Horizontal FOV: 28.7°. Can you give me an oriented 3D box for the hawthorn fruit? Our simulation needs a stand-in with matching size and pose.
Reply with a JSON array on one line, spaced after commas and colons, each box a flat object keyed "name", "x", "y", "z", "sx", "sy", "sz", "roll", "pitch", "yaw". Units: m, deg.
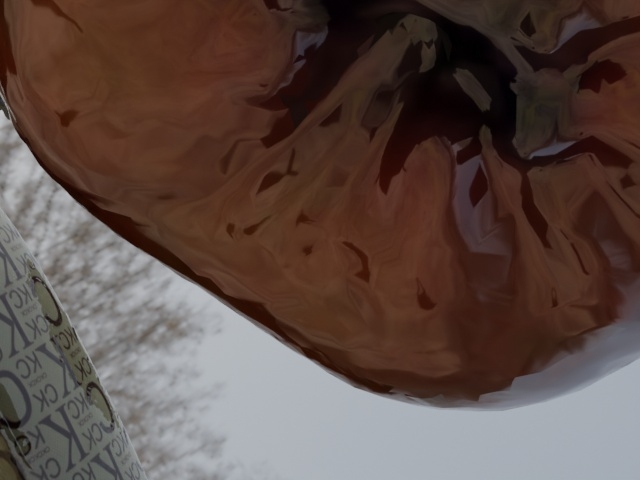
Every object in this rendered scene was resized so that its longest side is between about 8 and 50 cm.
[{"name": "hawthorn fruit", "x": 0.075, "y": -0.178, "z": 0.553, "sx": 0.472, "sy": 0.472, "sz": 0.471, "roll": 28, "pitch": -47, "yaw": 35}]

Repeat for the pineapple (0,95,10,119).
[{"name": "pineapple", "x": -0.335, "y": -0.139, "z": 0.806, "sx": 0.202, "sy": 0.362, "sz": 0.201, "roll": 0, "pitch": -90, "yaw": 28}]

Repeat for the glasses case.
[{"name": "glasses case", "x": -0.201, "y": 0.122, "z": 0.834, "sx": 0.085, "sy": 0.137, "sz": 0.354, "roll": -22, "pitch": -81, "yaw": 20}]
